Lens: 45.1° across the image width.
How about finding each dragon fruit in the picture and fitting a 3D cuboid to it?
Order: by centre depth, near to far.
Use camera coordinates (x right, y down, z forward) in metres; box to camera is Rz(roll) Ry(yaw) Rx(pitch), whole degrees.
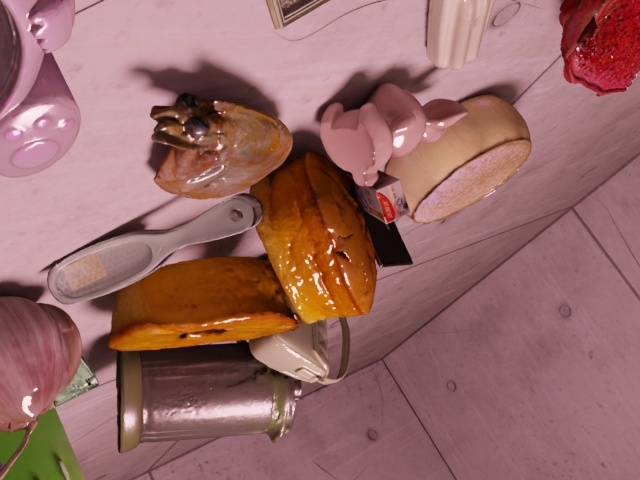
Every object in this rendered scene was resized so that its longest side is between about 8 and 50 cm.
[{"bbox_3d":[0.411,-0.336,1.114,0.161,0.126,0.274,-16,150,-17],"label":"dragon fruit"}]

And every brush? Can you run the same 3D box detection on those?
[{"bbox_3d":[-0.216,0.009,1.034,0.297,0.068,0.060,-21,179,-4],"label":"brush"}]

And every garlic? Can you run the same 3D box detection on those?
[{"bbox_3d":[-0.433,0.195,0.999,0.207,0.256,0.207,11,175,1],"label":"garlic"}]

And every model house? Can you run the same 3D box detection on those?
[{"bbox_3d":[-0.579,0.499,1.372,0.300,0.340,0.323,-21,165,-28],"label":"model house"}]

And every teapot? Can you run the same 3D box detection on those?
[{"bbox_3d":[-0.207,0.253,1.433,0.337,0.270,0.200,0,144,-17],"label":"teapot"}]

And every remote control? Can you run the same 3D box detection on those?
[{"bbox_3d":[0.176,-0.286,0.935,0.090,0.049,0.230,-33,163,-6],"label":"remote control"}]

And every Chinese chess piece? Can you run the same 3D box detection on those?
[{"bbox_3d":[0.247,-0.141,1.381,0.270,0.112,0.270,-28,163,-10],"label":"Chinese chess piece"}]

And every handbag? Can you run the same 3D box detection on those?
[{"bbox_3d":[-0.030,0.156,1.429,0.219,0.256,0.079,34,122,-27],"label":"handbag"}]

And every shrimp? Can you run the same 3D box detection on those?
[{"bbox_3d":[-0.131,-0.100,0.887,0.168,0.077,0.317,-33,167,13],"label":"shrimp"}]

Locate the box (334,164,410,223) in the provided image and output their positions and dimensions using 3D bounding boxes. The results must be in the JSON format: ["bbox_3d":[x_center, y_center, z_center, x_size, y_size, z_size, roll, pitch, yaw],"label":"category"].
[{"bbox_3d":[0.070,-0.077,1.143,0.040,0.055,0.218,-24,-160,-9],"label":"box"}]

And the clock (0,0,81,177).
[{"bbox_3d":[-0.290,-0.129,0.442,0.296,0.113,0.322,-22,160,-28],"label":"clock"}]

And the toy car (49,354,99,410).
[{"bbox_3d":[-0.424,0.202,1.236,0.090,0.076,0.224,-26,155,-15],"label":"toy car"}]

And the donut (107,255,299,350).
[{"bbox_3d":[-0.182,0.100,1.192,0.303,0.110,0.303,-8,168,-2],"label":"donut"}]

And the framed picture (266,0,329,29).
[{"bbox_3d":[0.024,-0.282,0.740,0.183,0.011,0.142,-31,164,-3],"label":"framed picture"}]

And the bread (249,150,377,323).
[{"bbox_3d":[0.000,0.000,1.125,0.143,0.195,0.269,-18,126,11],"label":"bread"}]

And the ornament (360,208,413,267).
[{"bbox_3d":[0.042,0.018,1.455,0.196,0.153,0.166,-29,166,26],"label":"ornament"}]

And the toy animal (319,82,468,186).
[{"bbox_3d":[0.100,-0.166,1.076,0.212,0.124,0.124,-30,167,-40],"label":"toy animal"}]
